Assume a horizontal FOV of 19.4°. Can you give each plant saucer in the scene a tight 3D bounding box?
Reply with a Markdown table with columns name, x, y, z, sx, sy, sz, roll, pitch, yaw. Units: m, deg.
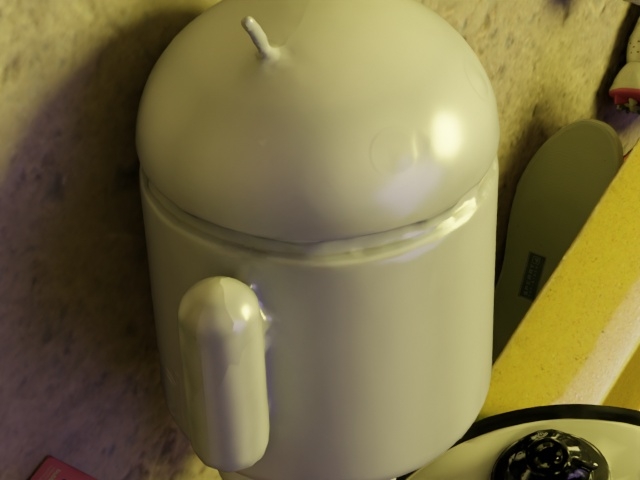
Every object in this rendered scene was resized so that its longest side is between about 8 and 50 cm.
| name | x | y | z | sx | sy | sz | roll | pitch | yaw |
| --- | --- | --- | --- | --- | --- | --- | --- | --- | --- |
| plant saucer | 0.261 | 0.057 | 1.545 | 0.332 | 0.081 | 0.333 | -57 | 160 | -8 |

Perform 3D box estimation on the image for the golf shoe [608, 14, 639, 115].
| name | x | y | z | sx | sy | sz | roll | pitch | yaw |
| --- | --- | --- | --- | --- | --- | --- | --- | --- | --- |
| golf shoe | 0.376 | -0.164 | 1.684 | 0.306 | 0.115 | 0.140 | 3 | 97 | -53 |

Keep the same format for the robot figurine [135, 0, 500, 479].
| name | x | y | z | sx | sy | sz | roll | pitch | yaw |
| --- | --- | --- | --- | --- | --- | --- | --- | --- | --- |
| robot figurine | 0.000 | 0.000 | 1.067 | 0.300 | 0.200 | 0.353 | -59 | 155 | -49 |

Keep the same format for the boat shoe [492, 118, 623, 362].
| name | x | y | z | sx | sy | sz | roll | pitch | yaw |
| --- | --- | --- | --- | --- | --- | --- | --- | --- | --- |
| boat shoe | 0.198 | 0.001 | 1.554 | 0.081 | 0.079 | 0.227 | -25 | 136 | -61 |

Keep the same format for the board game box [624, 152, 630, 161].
| name | x | y | z | sx | sy | sz | roll | pitch | yaw |
| --- | --- | --- | --- | --- | --- | --- | --- | --- | --- |
| board game box | 0.355 | -0.070 | 1.820 | 0.281 | 0.027 | 0.145 | -39 | 139 | -42 |

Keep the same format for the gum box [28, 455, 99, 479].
| name | x | y | z | sx | sy | sz | roll | pitch | yaw |
| --- | --- | --- | --- | --- | --- | --- | --- | --- | --- |
| gum box | -0.114 | 0.222 | 1.120 | 0.062 | 0.107 | 0.188 | -52 | 148 | -27 |

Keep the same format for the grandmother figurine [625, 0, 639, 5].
| name | x | y | z | sx | sy | sz | roll | pitch | yaw |
| --- | --- | --- | --- | --- | --- | --- | --- | --- | --- |
| grandmother figurine | 0.223 | -0.310 | 1.347 | 0.208 | 0.104 | 0.342 | -29 | 137 | -14 |

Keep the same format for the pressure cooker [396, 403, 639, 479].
| name | x | y | z | sx | sy | sz | roll | pitch | yaw |
| --- | --- | --- | --- | --- | --- | --- | --- | --- | --- |
| pressure cooker | 0.169 | 0.317 | 1.252 | 0.370 | 0.375 | 0.420 | -41 | 145 | -20 |
